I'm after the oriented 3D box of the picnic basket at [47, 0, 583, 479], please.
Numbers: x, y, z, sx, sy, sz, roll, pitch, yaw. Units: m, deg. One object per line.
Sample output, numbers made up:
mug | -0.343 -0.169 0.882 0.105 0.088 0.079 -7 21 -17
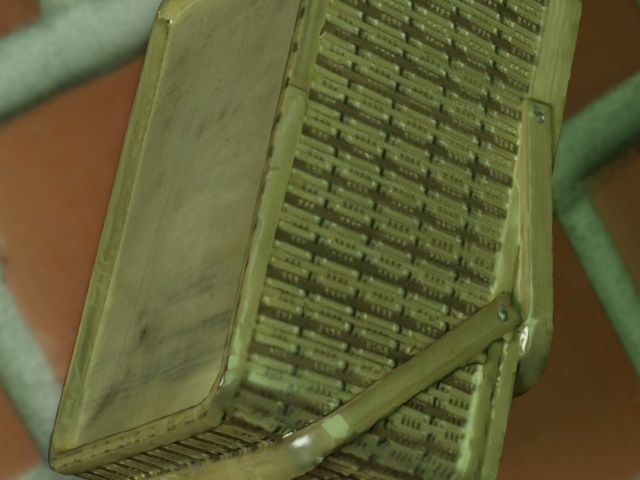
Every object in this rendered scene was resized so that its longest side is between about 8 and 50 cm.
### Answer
picnic basket | 0.000 0.000 0.943 0.175 0.228 0.312 22 67 -25
